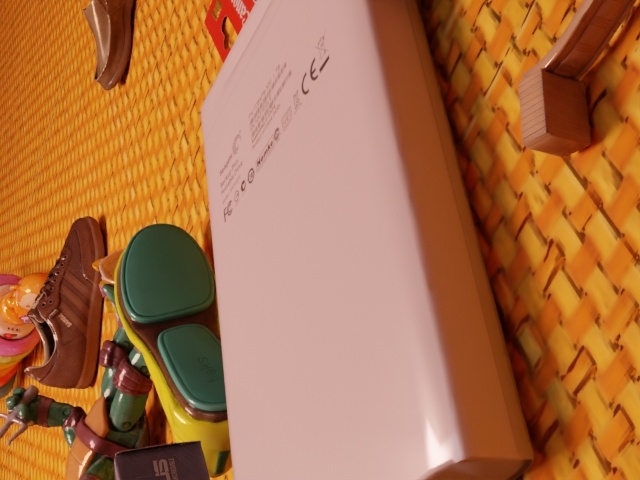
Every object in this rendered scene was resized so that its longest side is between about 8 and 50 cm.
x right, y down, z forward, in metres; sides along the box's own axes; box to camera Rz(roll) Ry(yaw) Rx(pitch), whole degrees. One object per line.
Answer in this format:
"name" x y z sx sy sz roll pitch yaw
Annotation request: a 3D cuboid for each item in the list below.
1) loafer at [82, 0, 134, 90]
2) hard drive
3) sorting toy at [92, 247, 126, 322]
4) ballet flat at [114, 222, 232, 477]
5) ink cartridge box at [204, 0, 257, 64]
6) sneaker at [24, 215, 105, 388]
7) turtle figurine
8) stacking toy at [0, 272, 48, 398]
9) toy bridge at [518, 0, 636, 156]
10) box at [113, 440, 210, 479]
"loafer" -0.231 -0.236 1.159 0.056 0.050 0.148 -7 76 65
"hard drive" 0.000 0.000 0.599 0.233 0.047 0.353 128 142 -47
"sorting toy" -0.179 0.058 0.986 0.083 0.045 0.075 -132 35 -59
"ballet flat" -0.100 0.078 0.768 0.231 0.077 0.077 -121 29 -51
"ink cartridge box" -0.065 -0.222 0.809 0.179 0.045 0.145 -65 29 27
"sneaker" -0.269 0.060 1.127 0.066 0.071 0.188 143 129 -57
"turtle figurine" -0.192 0.159 0.882 0.175 0.118 0.234 23 89 50
"stacking toy" -0.407 0.098 1.359 0.302 0.175 0.166 -23 56 46
"toy bridge" 0.132 -0.092 0.366 0.188 0.026 0.063 -35 50 58
"box" -0.075 0.262 0.616 0.233 0.059 0.183 -114 25 -47
